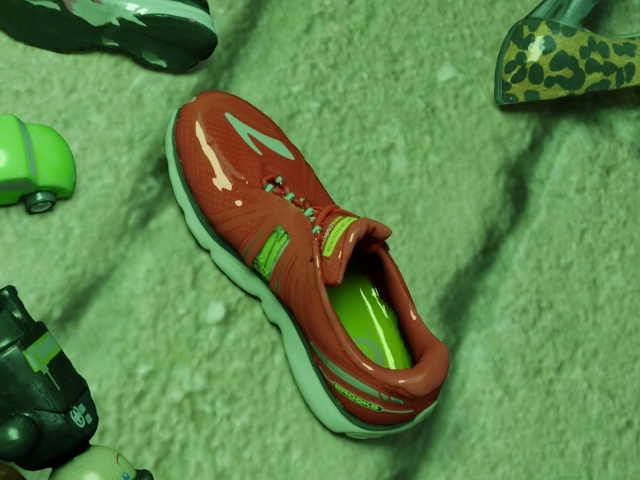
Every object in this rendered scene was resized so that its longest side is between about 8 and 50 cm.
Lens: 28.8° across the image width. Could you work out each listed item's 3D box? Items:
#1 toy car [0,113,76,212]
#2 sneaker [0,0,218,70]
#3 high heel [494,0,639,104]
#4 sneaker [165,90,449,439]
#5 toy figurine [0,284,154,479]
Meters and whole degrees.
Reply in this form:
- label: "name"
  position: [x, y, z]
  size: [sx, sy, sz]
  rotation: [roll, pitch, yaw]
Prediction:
- label: "toy car"
  position: [-0.265, -0.048, 0.801]
  size: [0.225, 0.053, 0.239]
  rotation: [-9, 70, -26]
- label: "sneaker"
  position: [-0.163, -0.181, 0.911]
  size: [0.178, 0.072, 0.077]
  rotation: [15, 49, -25]
- label: "high heel"
  position: [0.272, -0.114, 1.067]
  size: [0.261, 0.093, 0.186]
  rotation: [45, 79, -12]
- label: "sneaker"
  position: [0.000, 0.000, 0.853]
  size: [0.107, 0.118, 0.279]
  rotation: [-30, 80, -32]
- label: "toy figurine"
  position: [-0.216, 0.141, 0.643]
  size: [0.213, 0.209, 0.148]
  rotation: [-38, 100, -38]
